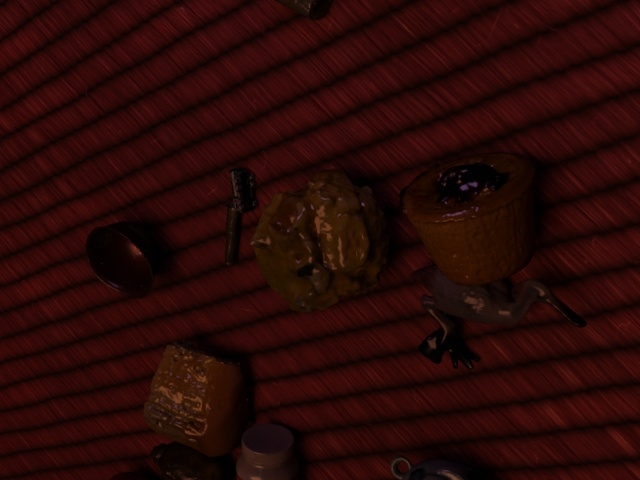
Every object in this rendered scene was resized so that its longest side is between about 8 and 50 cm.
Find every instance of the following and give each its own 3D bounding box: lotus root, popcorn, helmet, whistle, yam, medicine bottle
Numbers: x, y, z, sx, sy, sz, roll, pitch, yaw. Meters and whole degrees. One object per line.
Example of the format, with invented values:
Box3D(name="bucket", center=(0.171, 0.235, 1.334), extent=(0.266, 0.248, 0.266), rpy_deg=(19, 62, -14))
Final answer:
Box3D(name="lotus root", center=(-0.283, 0.498, 2.198), extent=(0.209, 0.120, 0.120), rpy_deg=(21, 120, 25))
Box3D(name="popcorn", center=(-0.003, 0.008, 1.710), extent=(0.249, 0.225, 0.249), rpy_deg=(20, 130, 26))
Box3D(name="helmet", center=(-0.388, 0.028, 2.081), extent=(0.175, 0.106, 0.155), rpy_deg=(38, 130, 11))
Box3D(name="whistle", center=(0.236, 0.488, 1.781), extent=(0.289, 0.163, 0.163), rpy_deg=(41, 128, 17))
Box3D(name="yam", center=(-0.048, -0.416, 1.674), extent=(0.132, 0.054, 0.054), rpy_deg=(33, 125, 23))
Box3D(name="yam", center=(-0.176, -0.011, 1.956), extent=(0.033, 0.027, 0.130), rpy_deg=(5, 116, -8))
Box3D(name="medicine bottle", center=(-0.110, 0.512, 2.062), extent=(0.131, 0.131, 0.250), rpy_deg=(18, 119, 30))

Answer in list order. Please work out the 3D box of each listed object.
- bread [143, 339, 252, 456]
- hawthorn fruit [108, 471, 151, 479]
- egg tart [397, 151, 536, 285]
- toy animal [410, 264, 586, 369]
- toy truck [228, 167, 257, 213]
Box3D(name="bread", center=(-0.250, 0.353, 2.083), extent=(0.204, 0.163, 0.262), rpy_deg=(14, 126, 20))
Box3D(name="hawthorn fruit", center=(-0.464, 0.613, 2.335), extent=(0.157, 0.157, 0.194), rpy_deg=(0, 147, 37))
Box3D(name="egg tart", center=(0.235, -0.035, 1.533), extent=(0.215, 0.215, 0.171), rpy_deg=(0, 120, 37))
Box3D(name="toy animal", center=(0.266, 0.099, 1.634), extent=(0.195, 0.090, 0.324), rpy_deg=(54, 140, -3))
Box3D(name="toy truck", center=(-0.149, -0.095, 1.896), extent=(0.044, 0.039, 0.083), rpy_deg=(14, 116, 51))
